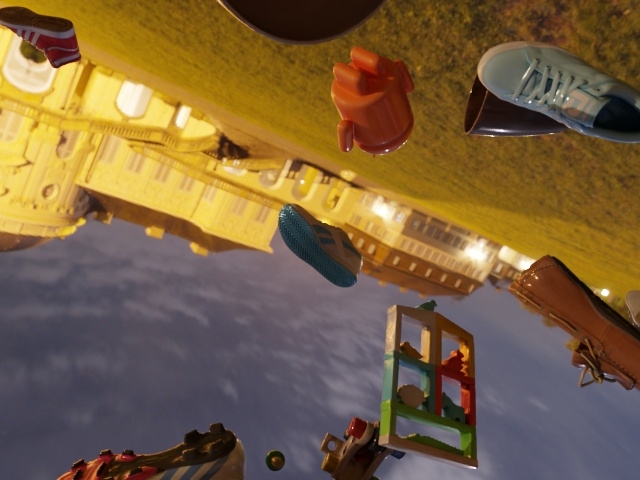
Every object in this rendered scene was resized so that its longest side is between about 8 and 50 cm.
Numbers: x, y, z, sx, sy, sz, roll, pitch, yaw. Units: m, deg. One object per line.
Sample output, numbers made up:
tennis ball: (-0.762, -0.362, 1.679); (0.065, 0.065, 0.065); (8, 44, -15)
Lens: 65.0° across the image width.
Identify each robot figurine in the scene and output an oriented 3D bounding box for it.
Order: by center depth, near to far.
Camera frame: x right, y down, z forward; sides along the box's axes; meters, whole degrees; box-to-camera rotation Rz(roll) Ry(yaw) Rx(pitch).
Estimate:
robot figurine: (0.096, -0.243, 0.916); (0.128, 0.158, 0.219); (-1, 151, 25)

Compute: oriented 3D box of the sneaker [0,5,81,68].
sneaker: (-0.394, -0.283, 0.704); (0.119, 0.042, 0.067); (17, 145, 6)

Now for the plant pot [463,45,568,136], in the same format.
plant pot: (0.504, -0.347, 1.245); (0.231, 0.215, 0.215); (13, -172, 2)

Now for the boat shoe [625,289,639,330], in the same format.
boat shoe: (0.737, 0.163, 1.160); (0.046, 0.038, 0.125); (-9, -151, 23)

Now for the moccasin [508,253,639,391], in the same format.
moccasin: (0.526, 0.200, 0.957); (0.380, 0.147, 0.139); (47, -164, 19)

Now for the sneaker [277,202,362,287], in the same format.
sneaker: (0.000, 0.000, 1.089); (0.228, 0.087, 0.092); (46, -138, -18)

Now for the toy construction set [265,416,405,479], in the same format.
toy construction set: (0.013, 0.478, 0.993); (0.309, 0.257, 0.237); (5, 163, -11)

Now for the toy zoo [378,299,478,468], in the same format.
toy zoo: (0.202, 0.241, 0.916); (0.193, 0.293, 0.030); (24, 144, -20)

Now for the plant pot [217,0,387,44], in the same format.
plant pot: (-0.050, -0.375, 0.518); (0.284, 0.284, 0.191); (16, -159, -49)

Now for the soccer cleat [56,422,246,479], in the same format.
soccer cleat: (-0.290, 0.431, 0.867); (0.332, 0.143, 0.116); (-13, -168, -5)

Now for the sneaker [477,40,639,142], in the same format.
sneaker: (0.493, -0.292, 0.984); (0.366, 0.135, 0.150); (17, -150, 3)
